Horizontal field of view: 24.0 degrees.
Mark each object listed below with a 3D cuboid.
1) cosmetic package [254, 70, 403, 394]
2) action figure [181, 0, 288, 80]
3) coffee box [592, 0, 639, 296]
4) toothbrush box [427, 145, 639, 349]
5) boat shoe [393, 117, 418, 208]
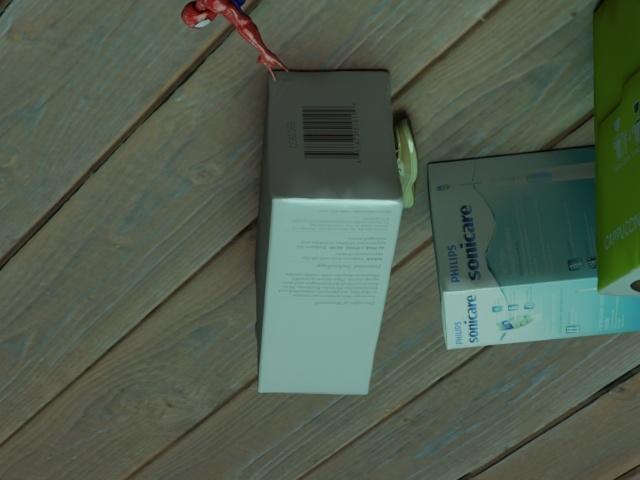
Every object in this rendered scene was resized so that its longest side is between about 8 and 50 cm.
[{"bbox_3d":[0.000,0.000,1.855,0.156,0.217,0.385,0,141,-4],"label":"cosmetic package"},{"bbox_3d":[-0.021,-0.284,1.605,0.280,0.091,0.139,-29,125,27],"label":"action figure"},{"bbox_3d":[0.487,-0.123,1.556,0.334,0.338,0.337,4,168,-7],"label":"coffee box"},{"bbox_3d":[0.289,0.004,1.876,0.295,0.216,0.126,-6,140,2],"label":"toothbrush box"},{"bbox_3d":[0.093,-0.092,1.874,0.048,0.056,0.153,-6,147,-4],"label":"boat shoe"}]
